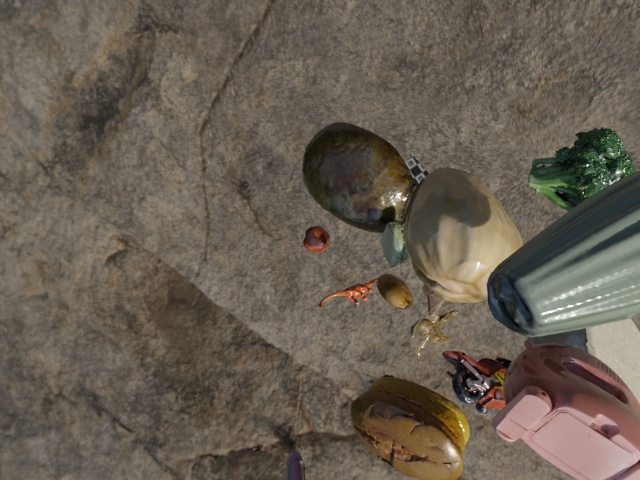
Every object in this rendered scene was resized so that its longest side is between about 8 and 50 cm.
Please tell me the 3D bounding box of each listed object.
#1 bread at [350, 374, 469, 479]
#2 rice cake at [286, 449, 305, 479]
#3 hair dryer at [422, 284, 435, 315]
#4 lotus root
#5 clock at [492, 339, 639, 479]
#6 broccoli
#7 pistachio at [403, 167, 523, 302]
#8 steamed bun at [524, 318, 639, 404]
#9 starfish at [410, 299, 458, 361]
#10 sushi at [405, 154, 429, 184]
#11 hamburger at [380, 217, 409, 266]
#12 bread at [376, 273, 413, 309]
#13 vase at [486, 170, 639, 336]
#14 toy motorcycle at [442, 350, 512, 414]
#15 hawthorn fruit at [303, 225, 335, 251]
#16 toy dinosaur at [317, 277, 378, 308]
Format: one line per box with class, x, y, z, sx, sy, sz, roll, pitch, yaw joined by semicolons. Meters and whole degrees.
bread;0.192;0.419;0.940;0.270;0.143;0.195;7;118;36
rice cake;-0.057;0.614;1.009;0.055;0.270;0.049;-43;103;7
hair dryer;0.486;0.273;1.858;0.064;0.117;0.181;-3;76;8
lotus root;0.077;-0.156;1.049;0.314;0.142;0.210;39;141;36
clock;0.435;0.267;0.711;0.227;0.241;0.142;33;124;16
broccoli;0.783;-0.197;1.267;0.275;0.308;0.307;9;103;31
pistachio;0.200;-0.015;0.615;0.158;0.229;0.157;1;136;1
steamed bun;0.692;0.332;1.121;0.241;0.375;0.374;-29;84;52
starfish;0.448;0.345;1.652;0.062;0.236;0.277;26;98;60
sushi;0.337;-0.186;1.482;0.139;0.031;0.201;-42;86;26
hamburger;0.174;0.014;0.961;0.121;0.054;0.084;111;148;-61
bread;0.255;0.167;1.454;0.114;0.189;0.077;9;114;-17
vase;0.273;0.013;0.384;0.248;0.128;0.128;-21;88;-9
toy motorcycle;0.497;0.411;1.231;0.298;0.171;0.089;16;137;-18
hawthorn fruit;-0.013;0.001;1.938;0.140;0.125;0.125;31;113;-4
toy dinosaur;0.121;0.204;1.602;0.101;0.280;0.055;30;131;48
